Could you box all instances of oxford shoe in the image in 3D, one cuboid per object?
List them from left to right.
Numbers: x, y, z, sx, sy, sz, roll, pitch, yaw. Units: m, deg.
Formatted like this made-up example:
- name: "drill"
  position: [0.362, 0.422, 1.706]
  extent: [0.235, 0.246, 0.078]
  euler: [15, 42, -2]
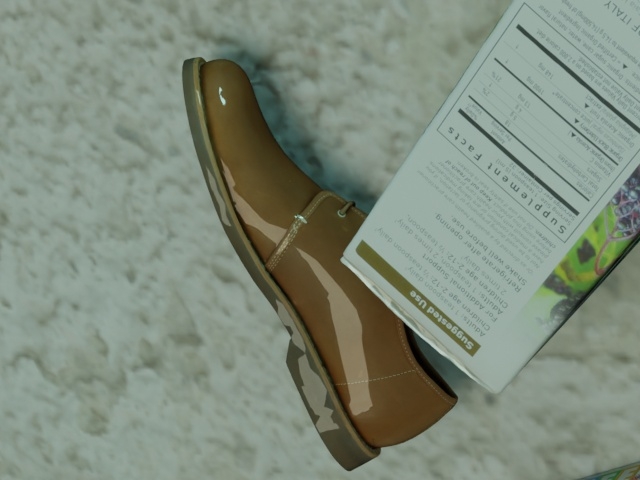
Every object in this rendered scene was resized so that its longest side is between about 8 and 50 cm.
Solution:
- name: "oxford shoe"
  position: [0.000, 0.000, 0.878]
  extent: [0.076, 0.076, 0.212]
  euler: [-26, 97, 12]

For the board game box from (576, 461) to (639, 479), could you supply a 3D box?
- name: "board game box"
  position: [0.156, 0.158, 0.868]
  extent: [0.154, 0.026, 0.103]
  euler: [-24, 99, 43]

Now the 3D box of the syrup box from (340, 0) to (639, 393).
- name: "syrup box"
  position: [0.112, -0.054, 0.733]
  extent: [0.096, 0.093, 0.237]
  euler: [41, 132, 10]
